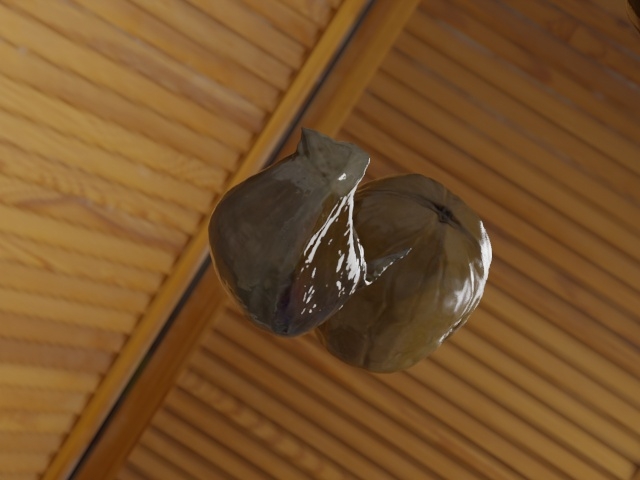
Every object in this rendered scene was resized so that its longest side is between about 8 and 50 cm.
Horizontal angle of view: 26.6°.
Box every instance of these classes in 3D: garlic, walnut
[{"bbox_3d":[-0.005,0.009,0.933,0.090,0.128,0.198,52,-2,30],"label":"garlic"},{"bbox_3d":[0.079,0.037,1.452,0.195,0.222,0.195,14,41,-12],"label":"walnut"}]

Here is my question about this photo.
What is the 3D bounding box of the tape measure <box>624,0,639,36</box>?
[{"bbox_3d":[0.362,-0.234,1.135,0.202,0.223,0.135,-14,50,-35],"label":"tape measure"}]
